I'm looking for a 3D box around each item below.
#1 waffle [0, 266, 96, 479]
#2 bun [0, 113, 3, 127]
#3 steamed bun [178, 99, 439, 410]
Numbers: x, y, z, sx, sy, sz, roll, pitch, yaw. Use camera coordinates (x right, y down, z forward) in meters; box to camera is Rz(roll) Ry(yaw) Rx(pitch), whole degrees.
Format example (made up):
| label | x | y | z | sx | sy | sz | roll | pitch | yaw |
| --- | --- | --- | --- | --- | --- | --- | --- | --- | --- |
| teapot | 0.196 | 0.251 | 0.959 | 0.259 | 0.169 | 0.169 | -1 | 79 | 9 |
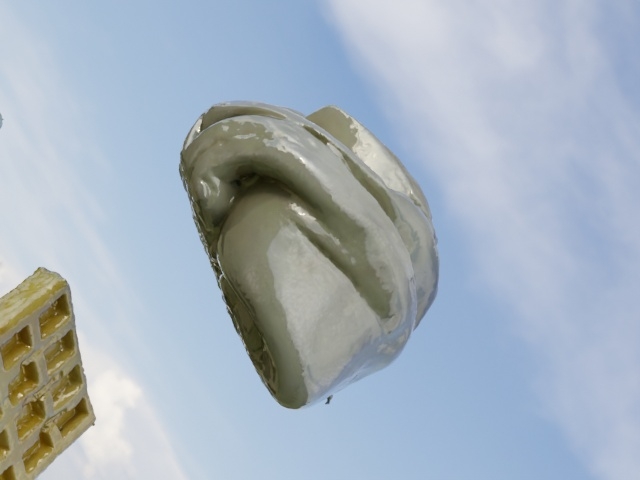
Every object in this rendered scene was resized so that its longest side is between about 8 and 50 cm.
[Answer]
| label | x | y | z | sx | sy | sz | roll | pitch | yaw |
| --- | --- | --- | --- | --- | --- | --- | --- | --- | --- |
| waffle | -0.365 | 0.187 | 1.414 | 0.055 | 0.221 | 0.248 | 15 | -54 | 25 |
| bun | -0.562 | -0.149 | 1.704 | 0.108 | 0.221 | 0.221 | 56 | -16 | -21 |
| steamed bun | 0.000 | 0.000 | 1.331 | 0.368 | 0.255 | 0.343 | 133 | -65 | -82 |
